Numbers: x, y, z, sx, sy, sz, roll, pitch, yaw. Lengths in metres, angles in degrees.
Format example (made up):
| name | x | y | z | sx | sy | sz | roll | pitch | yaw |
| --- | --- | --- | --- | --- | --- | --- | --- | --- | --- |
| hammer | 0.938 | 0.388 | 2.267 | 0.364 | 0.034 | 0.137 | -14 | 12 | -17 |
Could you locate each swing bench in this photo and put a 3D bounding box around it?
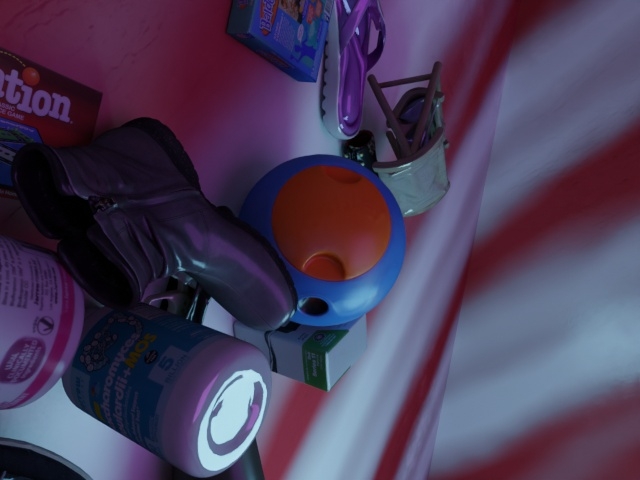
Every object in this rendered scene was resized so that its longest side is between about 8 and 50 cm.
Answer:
| name | x | y | z | sx | sy | sz | roll | pitch | yaw |
| --- | --- | --- | --- | --- | --- | --- | --- | --- | --- |
| swing bench | 0.217 | -0.220 | 1.154 | 0.253 | 0.165 | 0.255 | 51 | 35 | -64 |

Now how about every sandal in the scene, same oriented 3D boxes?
| name | x | y | z | sx | sy | sz | roll | pitch | yaw |
| --- | --- | --- | --- | --- | --- | --- | --- | --- | --- |
| sandal | 0.085 | -0.416 | 1.011 | 0.169 | 0.102 | 0.417 | -27 | 124 | -54 |

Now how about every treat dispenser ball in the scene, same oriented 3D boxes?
| name | x | y | z | sx | sy | sz | roll | pitch | yaw |
| --- | --- | --- | --- | --- | --- | --- | --- | --- | --- |
| treat dispenser ball | 0.000 | 0.000 | 0.845 | 0.288 | 0.287 | 0.289 | -31 | 127 | -52 |

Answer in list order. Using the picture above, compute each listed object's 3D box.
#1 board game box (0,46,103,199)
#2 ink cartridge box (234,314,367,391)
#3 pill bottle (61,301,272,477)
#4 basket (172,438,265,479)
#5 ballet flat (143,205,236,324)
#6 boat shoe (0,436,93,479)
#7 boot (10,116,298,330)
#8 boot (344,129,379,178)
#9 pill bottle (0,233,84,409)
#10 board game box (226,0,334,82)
| name | x | y | z | sx | sy | sz | roll | pitch | yaw |
| --- | --- | --- | --- | --- | --- | --- | --- | --- | --- |
| board game box | -0.347 | -0.123 | 0.465 | 0.281 | 0.027 | 0.145 | 14 | 88 | -60 |
| ink cartridge box | -0.037 | 0.180 | 0.937 | 0.153 | 0.208 | 0.087 | -35 | 127 | -51 |
| pill bottle | -0.199 | 0.158 | 0.590 | 0.146 | 0.263 | 0.147 | -29 | 124 | -53 |
| basket | -0.170 | 0.397 | 0.833 | 0.154 | 0.204 | 0.227 | -18 | 107 | -53 |
| ballet flat | -0.203 | 0.074 | 0.731 | 0.096 | 0.095 | 0.281 | 21 | 83 | -48 |
| boat shoe | -0.357 | 0.248 | 0.379 | 0.187 | 0.155 | 0.500 | -65 | 149 | -18 |
| boot | -0.171 | 0.023 | 0.570 | 0.338 | 0.118 | 0.223 | 48 | 22 | -12 |
| boot | 0.080 | -0.125 | 1.141 | 0.236 | 0.085 | 0.179 | -59 | 145 | -40 |
| pill bottle | -0.353 | 0.049 | 0.388 | 0.283 | 0.160 | 0.161 | 33 | 73 | -58 |
| board game box | -0.059 | -0.380 | 0.834 | 0.210 | 0.047 | 0.160 | 11 | 93 | -61 |
